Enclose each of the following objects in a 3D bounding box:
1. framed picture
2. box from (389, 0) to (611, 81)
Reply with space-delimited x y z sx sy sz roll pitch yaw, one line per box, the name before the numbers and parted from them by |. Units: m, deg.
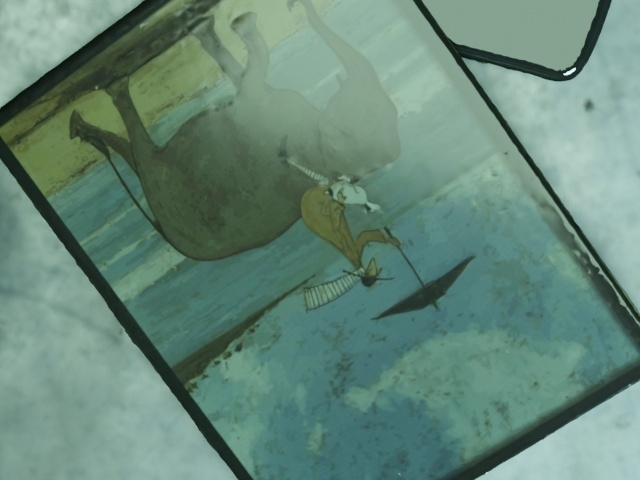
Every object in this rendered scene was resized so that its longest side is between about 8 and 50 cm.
framed picture | 0.000 0.000 0.971 0.265 0.016 0.347 -33 98 16
box | 0.108 -0.162 0.946 0.125 0.027 0.126 15 100 -2
